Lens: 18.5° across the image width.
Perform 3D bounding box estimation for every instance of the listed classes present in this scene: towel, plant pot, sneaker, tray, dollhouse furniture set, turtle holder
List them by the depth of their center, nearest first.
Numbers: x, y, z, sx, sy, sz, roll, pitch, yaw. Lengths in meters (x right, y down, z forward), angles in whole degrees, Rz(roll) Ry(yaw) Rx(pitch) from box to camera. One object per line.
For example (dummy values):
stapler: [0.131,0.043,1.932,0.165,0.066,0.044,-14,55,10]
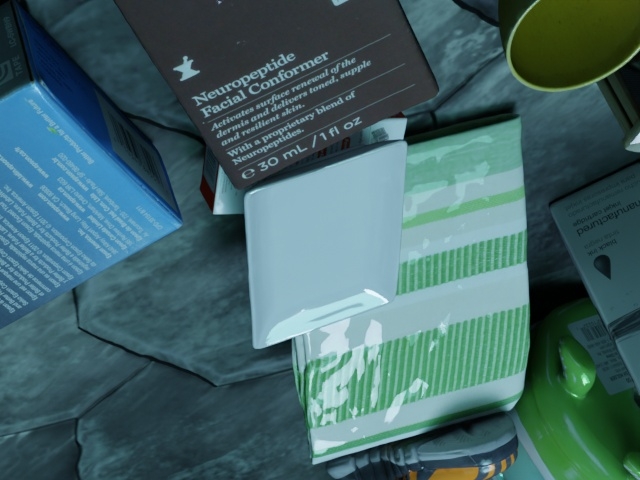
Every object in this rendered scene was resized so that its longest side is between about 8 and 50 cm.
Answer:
plant pot: [0.203,-0.206,1.659,0.134,0.095,0.134,-13,141,-11]
tray: [0.000,0.000,1.719,0.145,0.030,0.270,-20,151,-12]
dollhouse furniture set: [0.353,-0.153,1.767,0.184,0.129,0.129,12,131,-34]
towel: [0.081,0.049,1.876,0.248,0.038,0.324,-14,120,-12]
sneaker: [0.131,0.283,2.048,0.125,0.180,0.321,-19,177,-26]
turtle holder: [0.314,0.223,2.072,0.320,0.243,0.227,40,134,-6]

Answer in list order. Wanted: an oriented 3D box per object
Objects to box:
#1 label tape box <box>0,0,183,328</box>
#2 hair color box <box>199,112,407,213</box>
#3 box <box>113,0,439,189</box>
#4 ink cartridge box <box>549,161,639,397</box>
label tape box: [-0.319,-0.022,1.619,0.334,0.106,0.240,-29,142,10]
hair color box: [-0.016,-0.075,1.720,0.167,0.053,0.093,-1,119,-19]
box: [-0.062,-0.223,1.478,0.191,0.143,0.381,-26,141,5]
ink cartridge box: [0.378,0.055,1.900,0.211,0.289,0.121,-26,143,5]
